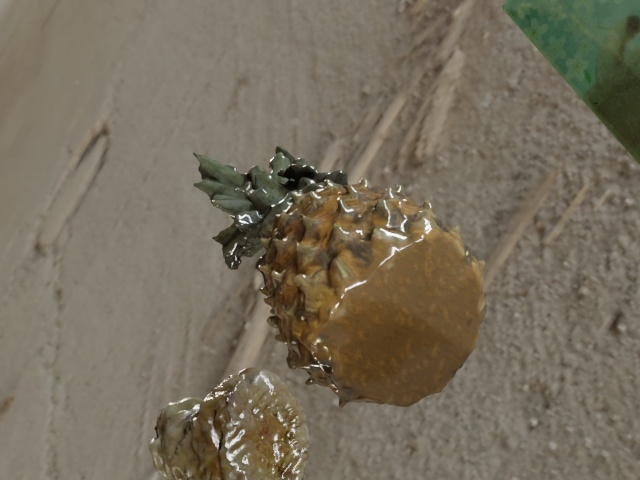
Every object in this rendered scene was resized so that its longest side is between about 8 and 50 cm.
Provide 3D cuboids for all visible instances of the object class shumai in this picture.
[{"bbox_3d":[-0.113,0.283,1.336,0.185,0.184,0.218,-43,43,27],"label":"shumai"}]

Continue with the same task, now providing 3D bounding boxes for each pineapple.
[{"bbox_3d":[0.003,-0.002,0.875,0.165,0.165,0.364,-57,25,7],"label":"pineapple"}]

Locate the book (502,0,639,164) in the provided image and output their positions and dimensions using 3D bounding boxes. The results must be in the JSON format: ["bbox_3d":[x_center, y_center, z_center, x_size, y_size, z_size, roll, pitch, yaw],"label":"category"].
[{"bbox_3d":[0.128,-0.093,0.334,0.135,0.017,0.103,-52,55,30],"label":"book"}]
